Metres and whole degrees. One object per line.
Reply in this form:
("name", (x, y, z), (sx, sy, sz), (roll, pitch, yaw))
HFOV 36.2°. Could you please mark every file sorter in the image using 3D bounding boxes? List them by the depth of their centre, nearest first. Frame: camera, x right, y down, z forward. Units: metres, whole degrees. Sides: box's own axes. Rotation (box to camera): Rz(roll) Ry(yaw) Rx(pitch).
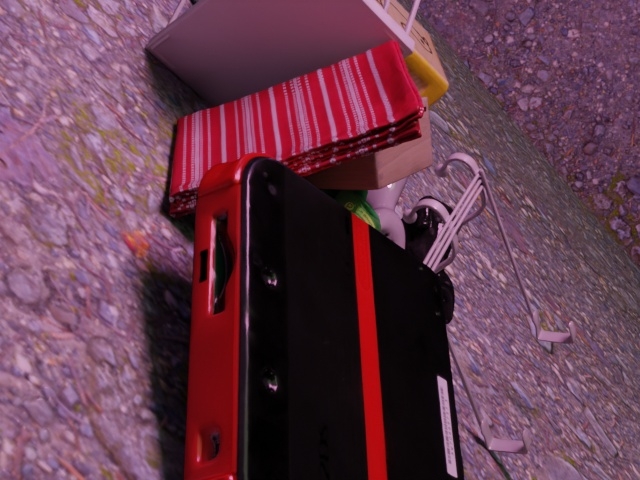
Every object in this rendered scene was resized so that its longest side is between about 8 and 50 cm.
("file sorter", (-0.035, -0.285, 1.201), (0.193, 0.278, 0.173), (40, 47, -26))

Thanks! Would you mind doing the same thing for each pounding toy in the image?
("pounding toy", (-0.004, -0.108, 1.096), (0.206, 0.181, 0.094), (-26, 114, -52))

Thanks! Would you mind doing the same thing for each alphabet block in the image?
("alphabet block", (0.067, -0.289, 1.591), (0.192, 0.193, 0.197), (37, 25, -28))

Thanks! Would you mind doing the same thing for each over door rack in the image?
("over door rack", (0.192, 0.084, 1.263), (0.324, 0.108, 0.239), (56, 44, -20))

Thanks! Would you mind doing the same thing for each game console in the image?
("game console", (0.018, 0.133, 0.880), (0.342, 0.060, 0.386), (34, 43, -42))

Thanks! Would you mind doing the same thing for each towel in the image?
("towel", (-0.031, -0.126, 1.033), (0.199, 0.275, 0.031), (-96, 165, -55))

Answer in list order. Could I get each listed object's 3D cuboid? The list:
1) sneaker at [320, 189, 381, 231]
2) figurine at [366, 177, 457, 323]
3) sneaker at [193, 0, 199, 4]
("sneaker", (0.000, 0.000, 1.078), (0.109, 0.123, 0.295), (44, 23, -19))
("figurine", (0.120, -0.012, 1.371), (0.215, 0.092, 0.209), (48, 25, -31))
("sneaker", (-0.131, -0.405, 1.493), (0.178, 0.124, 0.295), (37, 24, -54))
